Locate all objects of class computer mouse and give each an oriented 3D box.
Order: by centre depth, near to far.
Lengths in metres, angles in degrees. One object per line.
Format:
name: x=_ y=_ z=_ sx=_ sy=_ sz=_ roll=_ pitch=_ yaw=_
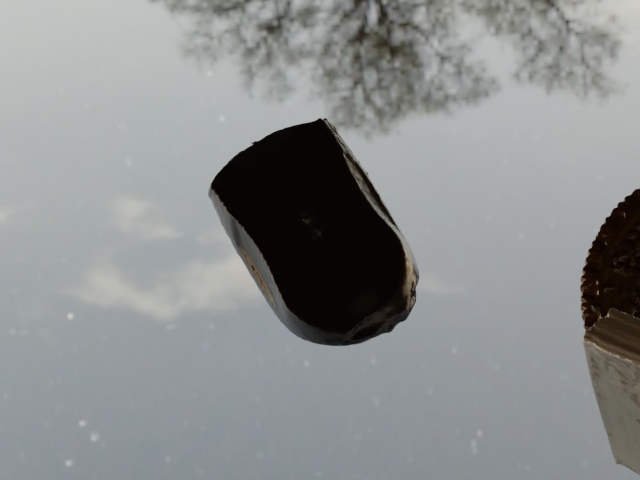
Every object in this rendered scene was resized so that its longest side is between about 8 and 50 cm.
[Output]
computer mouse: x=0.000 y=0.000 z=1.050 sx=0.122 sy=0.073 sz=0.217 roll=-28 pitch=-123 yaw=-5

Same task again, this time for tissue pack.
tissue pack: x=0.126 y=0.061 z=0.408 sx=0.023 sy=0.056 sz=0.108 roll=-34 pitch=-148 yaw=-22

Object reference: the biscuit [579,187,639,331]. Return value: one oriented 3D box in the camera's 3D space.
biscuit: x=0.415 y=0.055 z=1.377 sx=0.305 sy=0.305 sz=0.038 roll=-4 pitch=161 yaw=13
